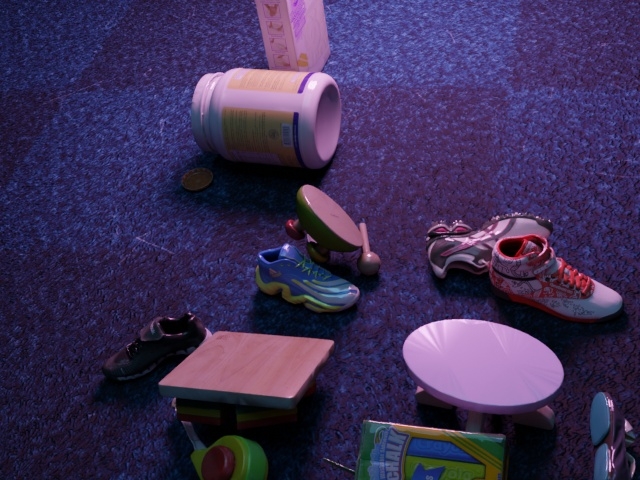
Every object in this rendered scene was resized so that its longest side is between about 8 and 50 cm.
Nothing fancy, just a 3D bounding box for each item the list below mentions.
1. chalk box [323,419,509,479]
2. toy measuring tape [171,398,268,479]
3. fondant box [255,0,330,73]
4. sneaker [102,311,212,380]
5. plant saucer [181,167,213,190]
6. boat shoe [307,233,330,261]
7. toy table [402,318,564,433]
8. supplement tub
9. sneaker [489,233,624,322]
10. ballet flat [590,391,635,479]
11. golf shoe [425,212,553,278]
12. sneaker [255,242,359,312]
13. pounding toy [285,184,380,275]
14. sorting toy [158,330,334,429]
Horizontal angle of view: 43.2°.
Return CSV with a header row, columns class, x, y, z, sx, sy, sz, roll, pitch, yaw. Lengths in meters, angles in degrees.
class,x,y,z,sx,sy,sz,roll,pitch,yaw
chalk box,0.149,0.393,1.295,0.288,0.180,0.179,2,71,16
toy measuring tape,-0.177,0.371,1.467,0.121,0.121,0.330,-25,41,-13
fondant box,-0.070,-0.592,2.245,0.096,0.330,0.238,8,49,19
sneaker,-0.346,0.209,1.667,0.234,0.106,0.078,-21,44,-9
plant saucer,-0.318,-0.156,2.089,0.083,0.013,0.084,-6,45,6
boat shoe,0.000,0.000,1.851,0.046,0.038,0.125,-47,31,25
toy table,0.288,0.259,1.448,0.274,0.161,0.252,19,52,27
supplement tub,-0.135,-0.311,2.045,0.331,0.241,0.241,8,48,19
sneaker,0.468,0.072,1.606,0.269,0.145,0.090,14,50,23
ballet flat,0.503,0.354,1.382,0.074,0.074,0.203,3,40,14
golf shoe,0.365,0.015,1.735,0.272,0.105,0.120,-8,62,10
sneaker,-0.037,0.077,1.719,0.240,0.126,0.091,8,48,20
pounding toy,0.010,-0.007,1.770,0.110,0.236,0.183,-44,35,17
sorting toy,-0.128,0.267,1.517,0.255,0.090,0.257,2,16,17
